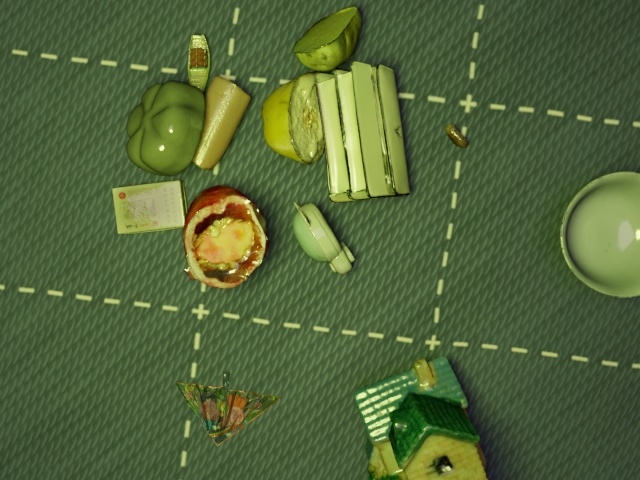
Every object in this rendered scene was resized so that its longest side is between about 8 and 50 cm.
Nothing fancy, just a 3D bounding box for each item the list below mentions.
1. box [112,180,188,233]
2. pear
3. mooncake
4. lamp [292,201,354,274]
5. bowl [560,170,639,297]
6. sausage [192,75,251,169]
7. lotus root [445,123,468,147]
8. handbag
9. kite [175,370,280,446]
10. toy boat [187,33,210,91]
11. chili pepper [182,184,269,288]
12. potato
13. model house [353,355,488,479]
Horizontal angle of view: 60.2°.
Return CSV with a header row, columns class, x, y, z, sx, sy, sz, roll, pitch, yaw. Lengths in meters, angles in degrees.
class,x,y,z,sx,sy,sz,roll,pitch,yaw
box,-0.494,-0.096,1.615,0.201,0.058,0.141,-8,92,0
pear,-0.087,-0.349,1.553,0.178,0.267,0.267,9,92,26
mooncake,-0.425,-0.307,1.506,0.135,0.275,0.275,17,92,-42
lamp,-0.002,0.002,1.562,0.108,0.179,0.246,-36,111,5
bowl,0.821,-0.018,1.560,0.345,0.157,0.346,0,92,1
sausage,-0.303,-0.328,1.576,0.123,0.123,0.253,27,91,0
lotus root,0.397,-0.302,1.614,0.030,0.037,0.083,-43,91,5
handbag,0.134,-0.291,1.526,0.160,0.236,0.359,-5,93,40
kite,-0.286,0.508,1.653,0.321,0.016,0.234,9,91,0
toy boat,-0.353,-0.508,1.599,0.065,0.066,0.172,2,93,-3
chili pepper,-0.265,-0.022,1.521,0.229,0.305,0.251,-14,104,-7
potato,0.034,-0.542,1.536,0.160,0.272,0.111,-6,130,32
model house,0.258,0.527,1.466,0.334,0.382,0.343,-21,97,-1
